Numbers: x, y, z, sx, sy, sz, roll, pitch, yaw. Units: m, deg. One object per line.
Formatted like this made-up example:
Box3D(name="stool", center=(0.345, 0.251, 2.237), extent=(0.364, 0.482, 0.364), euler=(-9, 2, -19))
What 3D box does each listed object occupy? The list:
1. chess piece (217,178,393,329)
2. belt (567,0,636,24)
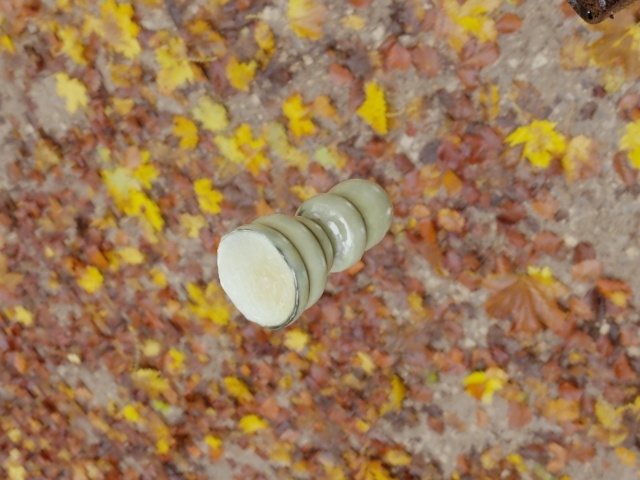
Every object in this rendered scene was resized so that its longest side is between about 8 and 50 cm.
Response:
Box3D(name="chess piece", center=(0.000, 0.000, 1.244), extent=(0.133, 0.243, 0.133), euler=(22, 127, 33))
Box3D(name="belt", center=(0.363, -0.452, 1.376), extent=(0.164, 0.184, 0.289), euler=(-34, 101, 7))
